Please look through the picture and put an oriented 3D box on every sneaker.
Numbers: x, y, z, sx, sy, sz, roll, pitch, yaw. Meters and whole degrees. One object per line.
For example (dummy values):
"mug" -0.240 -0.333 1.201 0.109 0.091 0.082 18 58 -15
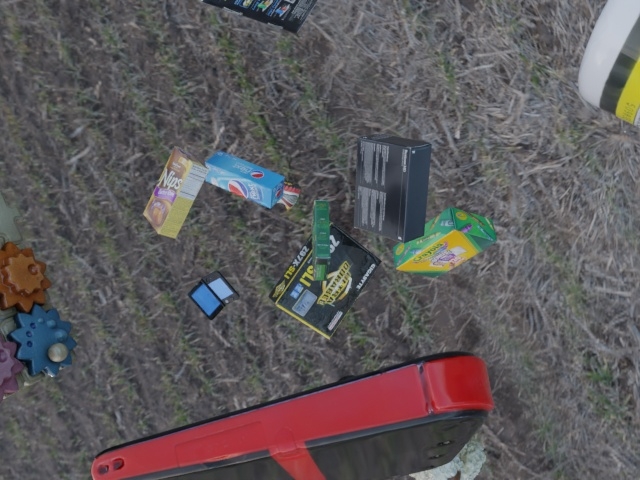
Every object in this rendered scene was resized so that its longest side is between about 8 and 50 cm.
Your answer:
"sneaker" -0.179 -0.153 1.886 0.225 0.088 0.093 14 109 -7

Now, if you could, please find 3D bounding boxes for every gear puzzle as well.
"gear puzzle" -0.377 0.005 0.657 0.044 0.175 0.339 -23 92 24

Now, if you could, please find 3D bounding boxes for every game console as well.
"game console" -0.338 0.175 1.912 0.107 0.071 0.122 -28 113 24
"game console" -0.006 0.223 0.639 0.341 0.386 0.060 -11 62 -1

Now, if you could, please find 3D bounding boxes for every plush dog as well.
"plush dog" 0.269 0.440 1.407 0.210 0.262 0.226 10 84 33

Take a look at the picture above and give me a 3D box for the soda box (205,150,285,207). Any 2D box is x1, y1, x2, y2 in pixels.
"soda box" -0.203 -0.164 1.607 0.210 0.071 0.067 23 134 17

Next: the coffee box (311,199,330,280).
"coffee box" 0.000 0.000 1.548 0.040 0.184 0.113 1 145 -4

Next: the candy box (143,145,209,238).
"candy box" -0.339 -0.113 1.404 0.109 0.053 0.187 40 105 45

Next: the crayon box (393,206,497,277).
"crayon box" 0.368 0.013 1.809 0.278 0.165 0.081 -41 44 48

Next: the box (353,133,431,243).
"box" 0.193 -0.145 1.638 0.184 0.103 0.261 22 119 43

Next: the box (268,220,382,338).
"box" 0.019 0.127 1.986 0.322 0.257 0.079 -55 29 -4

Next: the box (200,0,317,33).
"box" -0.025 -0.326 0.600 0.051 0.175 0.220 46 116 16

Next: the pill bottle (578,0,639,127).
"pill bottle" 0.403 -0.128 0.476 0.334 0.188 0.188 36 113 23
